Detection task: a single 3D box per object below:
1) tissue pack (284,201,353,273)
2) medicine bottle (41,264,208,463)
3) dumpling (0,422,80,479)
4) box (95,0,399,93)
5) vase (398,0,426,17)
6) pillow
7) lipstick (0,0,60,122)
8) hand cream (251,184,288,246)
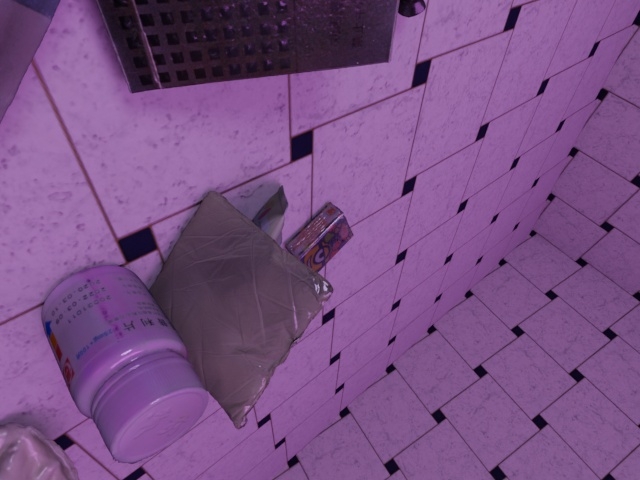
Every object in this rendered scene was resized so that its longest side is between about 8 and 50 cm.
[{"bbox_3d":[0.000,0.000,0.927,0.148,0.060,0.109,-45,149,-9],"label":"tissue pack"},{"bbox_3d":[-0.276,0.162,0.572,0.152,0.254,0.152,-33,145,-27],"label":"medicine bottle"},{"bbox_3d":[-0.534,0.386,0.644,0.252,0.131,0.180,-8,113,-20],"label":"dumpling"},{"bbox_3d":[-0.069,-0.269,0.438,0.324,0.047,0.180,-11,141,-9],"label":"box"},{"bbox_3d":[0.136,-0.421,0.610,0.120,0.120,0.183,-50,162,1],"label":"vase"},{"bbox_3d":[-0.150,0.104,0.656,0.281,0.274,0.076,-57,161,12],"label":"pillow"},{"bbox_3d":[-0.324,-0.135,0.353,0.317,0.066,0.068,-55,-170,11],"label":"lipstick"},{"bbox_3d":[-0.141,0.043,0.746,0.093,0.147,0.306,26,105,-17],"label":"hand cream"}]
